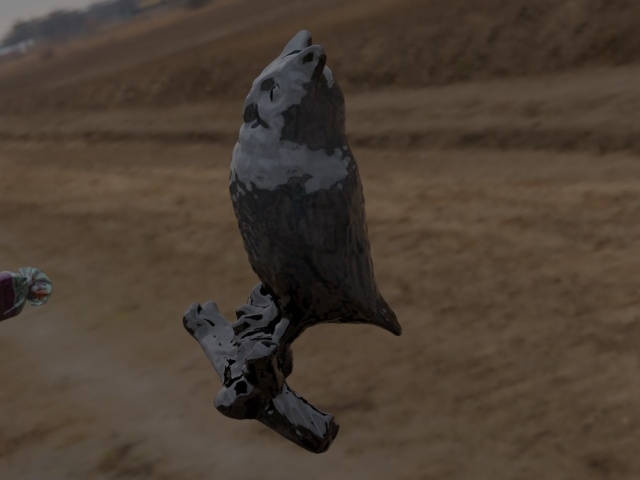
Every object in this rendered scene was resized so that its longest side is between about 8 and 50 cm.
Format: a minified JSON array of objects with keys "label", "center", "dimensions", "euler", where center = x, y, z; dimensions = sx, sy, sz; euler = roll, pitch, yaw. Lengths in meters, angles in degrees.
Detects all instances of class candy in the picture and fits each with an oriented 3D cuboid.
[{"label":"candy","center":[-0.288,0.055,1.224],"dimensions":[0.043,0.045,0.175],"euler":[6,21,45]}]

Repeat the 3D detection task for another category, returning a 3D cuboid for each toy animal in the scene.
[{"label":"toy animal","center":[0.003,-0.003,0.824],"dimensions":[0.117,0.210,0.121],"euler":[9,21,-13]}]
